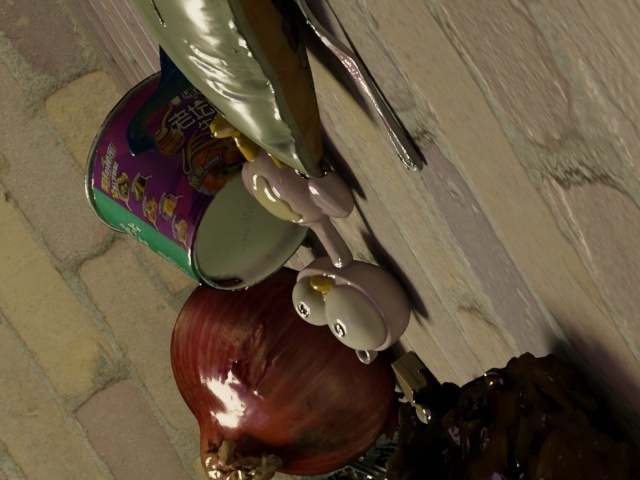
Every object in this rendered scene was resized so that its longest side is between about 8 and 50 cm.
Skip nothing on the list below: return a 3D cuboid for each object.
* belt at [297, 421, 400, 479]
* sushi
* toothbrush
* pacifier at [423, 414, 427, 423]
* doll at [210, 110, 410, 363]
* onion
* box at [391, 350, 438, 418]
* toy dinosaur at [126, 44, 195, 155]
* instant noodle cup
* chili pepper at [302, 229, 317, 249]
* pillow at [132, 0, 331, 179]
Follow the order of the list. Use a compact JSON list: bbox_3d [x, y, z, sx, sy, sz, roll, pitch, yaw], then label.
[{"bbox_3d":[0.094,0.381,2.477,0.257,0.207,0.150,16,142,52],"label":"belt"},{"bbox_3d":[0.175,0.203,1.329,0.200,0.204,0.213,25,-118,-54],"label":"sushi"},{"bbox_3d":[0.028,-0.143,1.375,0.204,0.022,0.017,57,157,-7],"label":"toothbrush"},{"bbox_3d":[0.169,0.275,1.786,0.287,0.238,0.226,163,106,-65],"label":"pacifier"},{"bbox_3d":[0.001,0.000,1.827,0.160,0.094,0.365,11,135,43],"label":"doll"},{"bbox_3d":[-0.042,0.188,2.293,0.354,0.353,0.353,55,173,11],"label":"onion"},{"bbox_3d":[0.132,0.195,2.092,0.083,0.035,0.079,52,171,37],"label":"box"},{"bbox_3d":[-0.173,-0.211,1.747,0.248,0.188,0.075,54,165,30],"label":"toy dinosaur"},{"bbox_3d":[-0.131,-0.065,1.959,0.190,0.251,0.251,40,164,36],"label":"instant noodle cup"},{"bbox_3d":[-0.054,-0.066,2.129,0.052,0.050,0.202,12,-151,-38],"label":"chili pepper"},{"bbox_3d":[-0.112,-0.237,1.492,0.312,0.119,0.310,50,173,42],"label":"pillow"}]
